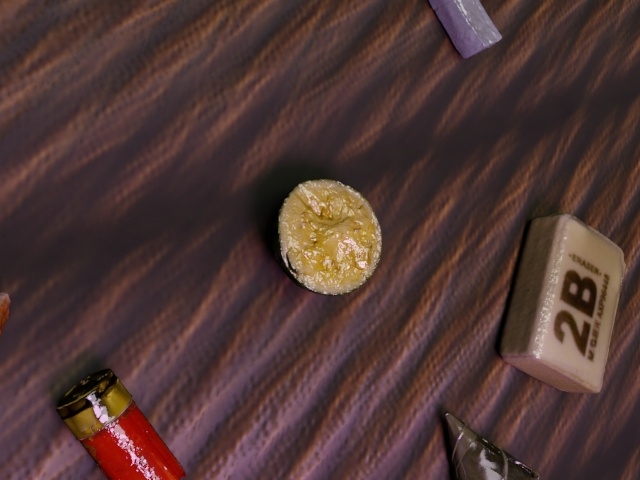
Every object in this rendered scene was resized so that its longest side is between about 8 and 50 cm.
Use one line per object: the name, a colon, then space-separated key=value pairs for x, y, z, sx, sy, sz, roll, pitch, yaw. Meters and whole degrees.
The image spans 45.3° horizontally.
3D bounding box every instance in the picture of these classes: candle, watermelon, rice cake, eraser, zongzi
candle: x=-0.143 y=0.162 z=0.584 sx=0.052 sy=0.052 sz=0.130 roll=-40 pitch=105 yaw=-29
watermelon: x=0.000 y=0.000 z=0.686 sx=0.106 sy=0.062 sz=0.105 roll=7 pitch=74 yaw=-24
rice cake: x=0.112 y=-0.306 z=0.808 sx=0.042 sy=0.045 sz=0.245 roll=-38 pitch=103 yaw=-26
eraser: x=0.268 y=0.068 z=0.839 sx=0.117 sy=0.058 sz=0.172 roll=28 pitch=69 yaw=-25
zongzi: x=0.143 y=0.243 z=0.746 sx=0.119 sy=0.055 sz=0.109 roll=36 pitch=68 yaw=-9

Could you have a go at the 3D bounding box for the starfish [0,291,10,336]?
starfish: x=-0.270 y=0.248 z=0.386 sx=0.132 sy=0.384 sz=0.397 roll=17 pitch=95 yaw=5
